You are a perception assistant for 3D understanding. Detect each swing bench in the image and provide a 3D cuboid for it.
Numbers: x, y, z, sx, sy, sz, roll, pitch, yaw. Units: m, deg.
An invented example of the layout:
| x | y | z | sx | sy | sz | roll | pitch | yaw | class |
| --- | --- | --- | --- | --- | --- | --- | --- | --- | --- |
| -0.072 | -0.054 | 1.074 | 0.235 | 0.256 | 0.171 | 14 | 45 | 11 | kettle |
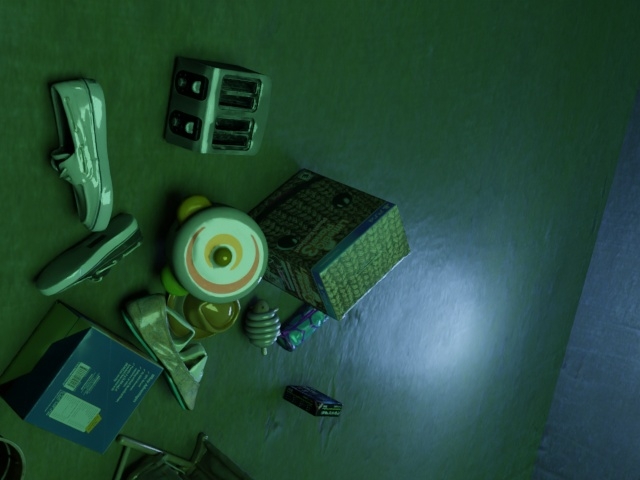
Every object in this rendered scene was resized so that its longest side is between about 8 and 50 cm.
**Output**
| x | y | z | sx | sy | sz | roll | pitch | yaw | class |
| --- | --- | --- | --- | --- | --- | --- | --- | --- | --- |
| -0.291 | 0.546 | 1.703 | 0.255 | 0.253 | 0.165 | 14 | 99 | -47 | swing bench |

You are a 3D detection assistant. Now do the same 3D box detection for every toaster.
| x | y | z | sx | sy | sz | roll | pitch | yaw | class |
| --- | --- | --- | --- | --- | --- | --- | --- | --- | --- |
| -0.191 | -0.252 | 1.527 | 0.186 | 0.110 | 0.168 | -2 | 111 | -45 | toaster |

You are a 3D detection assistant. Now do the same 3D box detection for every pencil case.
| x | y | z | sx | sy | sz | roll | pitch | yaw | class |
| --- | --- | --- | --- | --- | --- | --- | --- | --- | --- |
| -0.041 | 0.202 | 1.930 | 0.152 | 0.064 | 0.070 | -41 | 149 | -25 | pencil case |

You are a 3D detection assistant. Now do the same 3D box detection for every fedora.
| x | y | z | sx | sy | sz | roll | pitch | yaw | class |
| --- | --- | --- | --- | --- | --- | --- | --- | --- | --- |
| -0.234 | 0.141 | 1.695 | 0.194 | 0.079 | 0.194 | -21 | 122 | -37 | fedora |

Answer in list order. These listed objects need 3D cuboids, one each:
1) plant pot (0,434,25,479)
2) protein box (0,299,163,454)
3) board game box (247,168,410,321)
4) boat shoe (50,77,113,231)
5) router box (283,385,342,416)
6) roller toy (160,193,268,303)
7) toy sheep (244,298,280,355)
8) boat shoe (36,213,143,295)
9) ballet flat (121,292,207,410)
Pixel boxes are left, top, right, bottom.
| x | y | z | sx | sy | sz | roll | pitch | yaw | class |
| --- | --- | --- | --- | --- | --- | --- | --- | --- | --- |
| -0.617 | 0.370 | 1.356 | 0.167 | 0.165 | 0.166 | -21 | 123 | -36 | plant pot |
| -0.449 | 0.257 | 1.492 | 0.199 | 0.136 | 0.201 | -56 | 137 | -10 | protein box |
| 0.000 | 0.000 | 1.704 | 0.232 | 0.291 | 0.141 | -42 | 134 | -24 | board game box |
| -0.416 | -0.141 | 1.367 | 0.088 | 0.096 | 0.267 | -12 | 116 | -37 | boat shoe |
| -0.019 | 0.405 | 2.005 | 0.092 | 0.122 | 0.038 | 16 | 93 | -48 | router box |
| -0.205 | 0.021 | 1.573 | 0.191 | 0.146 | 0.209 | 10 | 94 | -20 | roller toy |
| -0.131 | 0.199 | 1.823 | 0.091 | 0.091 | 0.132 | -14 | 100 | -41 | toy sheep |
| -0.416 | 0.041 | 1.465 | 0.219 | 0.078 | 0.070 | -40 | 132 | -27 | boat shoe |
| -0.297 | 0.231 | 1.645 | 0.106 | 0.107 | 0.316 | -30 | 131 | -12 | ballet flat |
